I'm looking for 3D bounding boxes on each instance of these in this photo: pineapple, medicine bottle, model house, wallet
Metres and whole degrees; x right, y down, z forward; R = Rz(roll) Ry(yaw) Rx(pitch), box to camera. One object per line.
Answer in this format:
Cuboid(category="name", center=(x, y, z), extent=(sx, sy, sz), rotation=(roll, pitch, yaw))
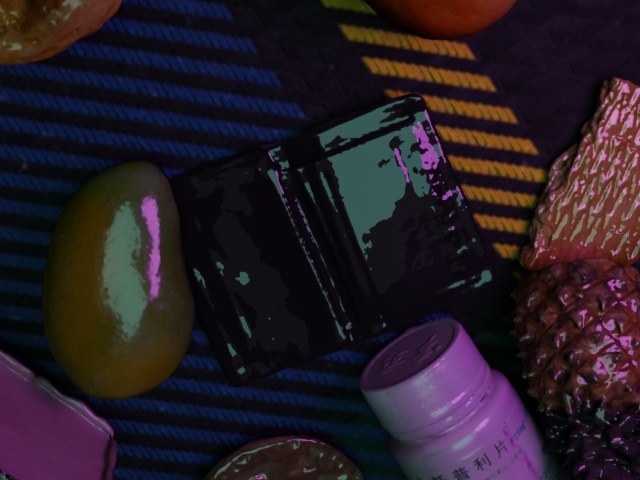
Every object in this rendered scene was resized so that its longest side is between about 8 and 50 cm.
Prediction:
Cuboid(category="pineapple", center=(0.278, 0.163, 0.922), extent=(0.157, 0.158, 0.279), rotation=(-1, 65, -2))
Cuboid(category="medicine bottle", center=(0.159, 0.221, 0.987), extent=(0.152, 0.152, 0.255), rotation=(-33, 103, 5))
Cuboid(category="model house", center=(-0.376, 0.254, 0.926), extent=(0.237, 0.202, 0.237), rotation=(39, 101, -18))
Cuboid(category="wallet", center=(0.000, 0.000, 0.982), extent=(0.322, 0.041, 0.247), rotation=(-22, 103, 6))

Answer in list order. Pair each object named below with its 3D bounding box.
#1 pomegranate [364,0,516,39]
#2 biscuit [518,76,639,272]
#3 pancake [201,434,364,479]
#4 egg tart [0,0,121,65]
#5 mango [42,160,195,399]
Cuboid(category="pomegranate", center=(0.113, -0.287, 0.838), extent=(0.209, 0.209, 0.209), rotation=(-1, 104, -2))
Cuboid(category="biscuit", center=(0.315, -0.053, 0.988), extent=(0.144, 0.033, 0.224), rotation=(20, 102, -9))
Cuboid(category="pancake", center=(-0.043, 0.332, 1.060), extent=(0.222, 0.042, 0.236), rotation=(-29, 106, 0))
Cuboid(category="egg tart", center=(-0.303, -0.334, 0.831), extent=(0.341, 0.129, 0.341), rotation=(0, 116, 1))
Cuboid(category="mango", center=(-0.209, 0.043, 0.942), extent=(0.156, 0.114, 0.251), rotation=(5, 109, 12))
